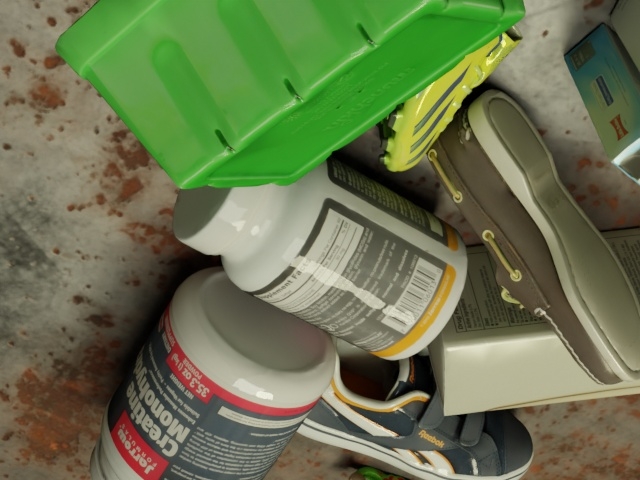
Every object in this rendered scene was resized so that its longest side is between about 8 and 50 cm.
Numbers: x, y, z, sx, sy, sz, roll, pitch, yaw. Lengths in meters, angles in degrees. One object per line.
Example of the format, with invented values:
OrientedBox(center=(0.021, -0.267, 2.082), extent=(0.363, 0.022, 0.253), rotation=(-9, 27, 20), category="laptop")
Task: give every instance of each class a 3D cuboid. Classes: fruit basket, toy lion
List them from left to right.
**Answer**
OrientedBox(center=(-0.060, -0.268, 1.234), extent=(0.392, 0.392, 0.283), rotation=(-48, 157, 27), category="fruit basket")
OrientedBox(center=(0.084, 0.317, 1.802), extent=(0.100, 0.096, 0.034), rotation=(41, 121, 12), category="toy lion")

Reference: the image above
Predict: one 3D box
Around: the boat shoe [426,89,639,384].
OrientedBox(center=(0.218, 0.009, 1.472), extent=(0.097, 0.117, 0.324), rotation=(-32, 88, 35), category="boat shoe")

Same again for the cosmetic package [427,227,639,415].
OrientedBox(center=(0.272, 0.084, 1.588), extent=(0.310, 0.160, 0.113), rotation=(-6, 129, -2), category="cosmetic package")

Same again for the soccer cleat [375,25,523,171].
OrientedBox(center=(0.128, -0.169, 1.391), extent=(0.121, 0.093, 0.289), rotation=(4, 136, -14), category="soccer cleat")

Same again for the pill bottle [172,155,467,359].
OrientedBox(center=(0.000, 0.000, 1.481), extent=(0.278, 0.162, 0.162), rotation=(28, 120, -26), category="pill bottle")

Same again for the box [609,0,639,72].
OrientedBox(center=(0.378, -0.222, 1.343), extent=(0.119, 0.182, 0.181), rotation=(10, 127, -18), category="box")

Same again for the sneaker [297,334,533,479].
OrientedBox(center=(0.119, 0.192, 1.673), extent=(0.321, 0.126, 0.127), rotation=(16, 130, -18), category="sneaker")

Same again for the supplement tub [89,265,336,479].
OrientedBox(center=(-0.122, 0.180, 1.588), extent=(0.191, 0.191, 0.272), rotation=(19, 123, -22), category="supplement tub")

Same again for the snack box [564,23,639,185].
OrientedBox(center=(0.387, -0.066, 1.466), extent=(0.322, 0.187, 0.060), rotation=(34, 117, -29), category="snack box")
